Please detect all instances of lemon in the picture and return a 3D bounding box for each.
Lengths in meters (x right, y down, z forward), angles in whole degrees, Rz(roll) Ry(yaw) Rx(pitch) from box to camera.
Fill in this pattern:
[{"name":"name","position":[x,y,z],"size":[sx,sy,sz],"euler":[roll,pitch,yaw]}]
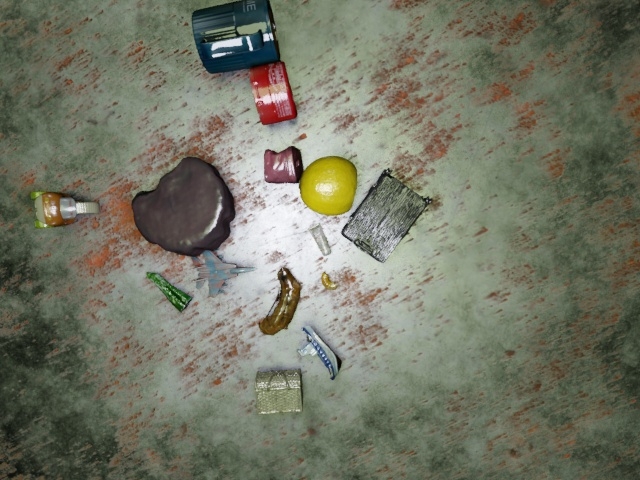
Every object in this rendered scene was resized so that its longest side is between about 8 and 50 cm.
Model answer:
[{"name":"lemon","position":[0.022,-0.217,1.585],"size":[0.219,0.240,0.240],"euler":[5,95,-10]}]

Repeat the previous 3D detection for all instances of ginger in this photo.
[{"name":"ginger","position":[-0.162,0.272,1.698],"size":[0.133,0.107,0.309],"euler":[26,95,21]}]

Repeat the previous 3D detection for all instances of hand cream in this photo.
[{"name":"hand cream","position":[-0.182,-0.574,1.565],"size":[0.149,0.230,0.230],"euler":[-13,94,4]},{"name":"hand cream","position":[0.000,0.000,1.711],"size":[0.061,0.039,0.143],"euler":[-26,85,9]}]

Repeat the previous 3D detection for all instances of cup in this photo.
[{"name":"cup","position":[-0.317,-0.758,1.533],"size":[0.292,0.242,0.307],"euler":[-8,66,3]}]

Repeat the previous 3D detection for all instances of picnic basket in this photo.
[{"name":"picnic basket","position":[-0.176,0.634,1.710],"size":[0.196,0.134,0.154],"euler":[-3,98,1]}]

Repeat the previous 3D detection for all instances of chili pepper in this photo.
[{"name":"chili pepper","position":[-0.659,0.210,1.716],"size":[0.227,0.059,0.088],"euler":[39,98,-1]}]

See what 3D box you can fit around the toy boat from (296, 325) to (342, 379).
[{"name":"toy boat","position":[-0.012,0.484,1.703],"size":[0.115,0.114,0.262],"euler":[-43,97,-9]}]

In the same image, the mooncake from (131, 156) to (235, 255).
[{"name":"mooncake","position":[-0.529,-0.116,1.604],"size":[0.381,0.212,0.350],"euler":[-20,80,5]}]

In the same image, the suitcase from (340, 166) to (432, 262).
[{"name":"suitcase","position":[0.262,-0.098,1.646],"size":[0.230,0.152,0.335],"euler":[36,96,-1]}]

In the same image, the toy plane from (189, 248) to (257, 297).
[{"name":"toy plane","position":[-0.399,0.126,1.671],"size":[0.326,0.104,0.222],"euler":[-6,95,16]}]

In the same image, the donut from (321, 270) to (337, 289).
[{"name":"donut","position":[0.037,0.175,1.720],"size":[0.067,0.038,0.083],"euler":[-5,96,4]}]

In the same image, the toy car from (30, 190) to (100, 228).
[{"name":"toy car","position":[-1.017,-0.130,1.619],"size":[0.235,0.235,0.145],"euler":[-4,95,0]}]

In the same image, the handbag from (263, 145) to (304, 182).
[{"name":"handbag","position":[-0.140,-0.296,1.589],"size":[0.135,0.225,0.146],"euler":[-4,96,9]}]
